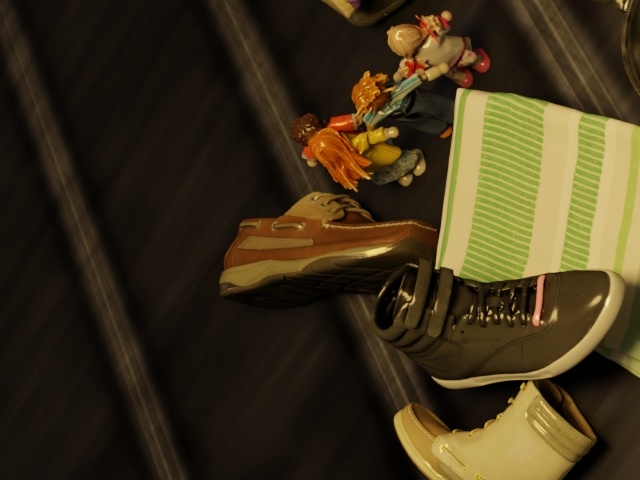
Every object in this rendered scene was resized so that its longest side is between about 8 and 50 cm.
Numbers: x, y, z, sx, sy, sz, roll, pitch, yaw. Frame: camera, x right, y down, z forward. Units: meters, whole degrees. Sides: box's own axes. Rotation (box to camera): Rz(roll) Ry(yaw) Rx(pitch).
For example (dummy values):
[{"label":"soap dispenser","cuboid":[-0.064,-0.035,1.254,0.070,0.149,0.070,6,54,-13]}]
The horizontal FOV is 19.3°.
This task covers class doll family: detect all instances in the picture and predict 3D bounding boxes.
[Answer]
[{"label":"doll family","cuboid":[0.078,-0.136,2.120,0.263,0.163,0.118,-43,52,30]}]

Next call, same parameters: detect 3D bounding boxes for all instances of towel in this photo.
[{"label":"towel","cuboid":[0.248,-0.016,1.963,0.325,0.038,0.248,22,112,46]}]

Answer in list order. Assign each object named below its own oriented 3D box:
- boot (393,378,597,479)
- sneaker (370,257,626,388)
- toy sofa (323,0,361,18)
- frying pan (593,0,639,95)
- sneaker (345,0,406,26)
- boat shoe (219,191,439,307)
[{"label":"boot","cuboid":[0.184,0.201,1.989,0.213,0.077,0.165,46,113,37]},{"label":"sneaker","cuboid":[0.166,0.072,1.915,0.295,0.147,0.105,-22,46,49]},{"label":"toy sofa","cuboid":[-0.028,-0.412,2.272,0.150,0.177,0.362,-48,29,0]},{"label":"frying pan","cuboid":[0.346,-0.215,1.947,0.326,0.053,0.197,-5,76,47]},{"label":"sneaker","cuboid":[0.103,-0.324,2.183,0.234,0.078,0.106,-44,22,28]},{"label":"boat shoe","cuboid":[0.000,0.000,2.200,0.324,0.122,0.120,-10,69,43]}]
